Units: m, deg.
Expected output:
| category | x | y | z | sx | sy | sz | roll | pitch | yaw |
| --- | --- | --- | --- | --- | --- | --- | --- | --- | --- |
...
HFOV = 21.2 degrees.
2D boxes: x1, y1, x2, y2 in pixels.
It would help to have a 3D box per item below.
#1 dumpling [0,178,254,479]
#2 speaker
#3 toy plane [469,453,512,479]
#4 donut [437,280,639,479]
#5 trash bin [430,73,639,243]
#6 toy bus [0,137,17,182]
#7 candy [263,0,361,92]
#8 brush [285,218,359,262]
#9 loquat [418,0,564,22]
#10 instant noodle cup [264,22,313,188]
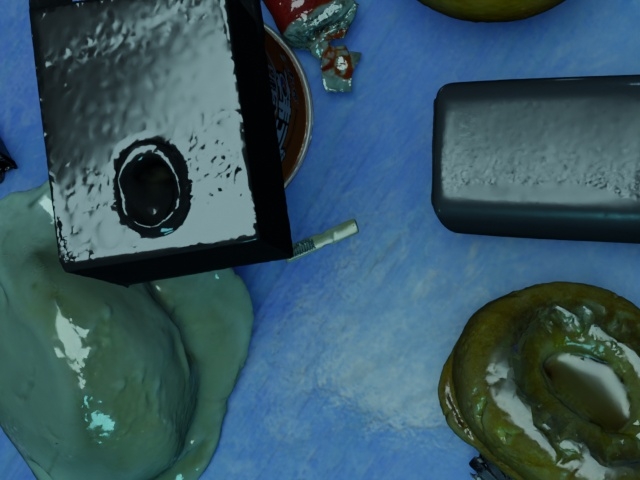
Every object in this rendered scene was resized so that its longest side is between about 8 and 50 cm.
| category | x | y | z | sx | sy | sz | roll | pitch | yaw |
| --- | --- | --- | --- | --- | --- | --- | --- | --- | --- |
| dumpling | -0.215 | 0.133 | 1.688 | 0.270 | 0.320 | 0.212 | 9 | 43 | 3 |
| speaker | -0.138 | -0.099 | 1.495 | 0.184 | 0.232 | 0.254 | -9 | 85 | 6 |
| toy plane | 0.205 | 0.263 | 1.693 | 0.053 | 0.078 | 0.197 | -39 | 67 | 6 |
| donut | 0.252 | 0.150 | 1.650 | 0.261 | 0.128 | 0.208 | 34 | 73 | 6 |
| trash bin | 0.260 | -0.077 | 1.649 | 0.290 | 0.209 | 0.182 | 1 | 87 | 14 |
| toy bus | -0.395 | -0.081 | 1.812 | 0.123 | 0.060 | 0.075 | -27 | 78 | 3 |
| candy | -0.033 | -0.284 | 1.777 | 0.086 | 0.059 | 0.292 | -31 | 81 | 6 |
| brush | 0.000 | 0.000 | 1.773 | 0.084 | 0.013 | 0.016 | -23 | 81 | 4 |
| loquat | 0.163 | -0.344 | 1.654 | 0.263 | 0.263 | 0.263 | -1 | 85 | 8 |
| instant noodle cup | -0.144 | -0.135 | 1.713 | 0.250 | 0.192 | 0.250 | -1 | 86 | 9 |
